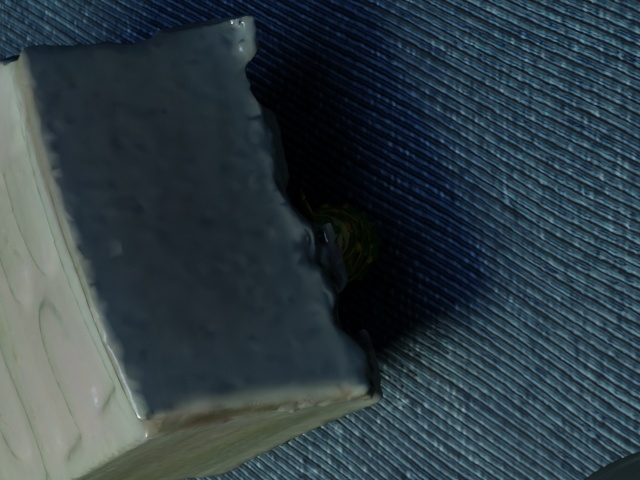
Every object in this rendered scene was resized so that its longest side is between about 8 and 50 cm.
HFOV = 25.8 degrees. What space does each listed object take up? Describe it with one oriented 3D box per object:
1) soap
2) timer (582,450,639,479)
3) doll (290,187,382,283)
[{"bbox_3d":[-0.185,0.051,1.185,0.435,0.213,0.350,-38,71,54],"label":"soap"},{"bbox_3d":[0.282,0.283,0.949,0.175,0.175,0.266,-12,98,38],"label":"timer"},{"bbox_3d":[-0.007,0.005,1.165,0.076,0.113,0.078,-30,76,26],"label":"doll"}]
